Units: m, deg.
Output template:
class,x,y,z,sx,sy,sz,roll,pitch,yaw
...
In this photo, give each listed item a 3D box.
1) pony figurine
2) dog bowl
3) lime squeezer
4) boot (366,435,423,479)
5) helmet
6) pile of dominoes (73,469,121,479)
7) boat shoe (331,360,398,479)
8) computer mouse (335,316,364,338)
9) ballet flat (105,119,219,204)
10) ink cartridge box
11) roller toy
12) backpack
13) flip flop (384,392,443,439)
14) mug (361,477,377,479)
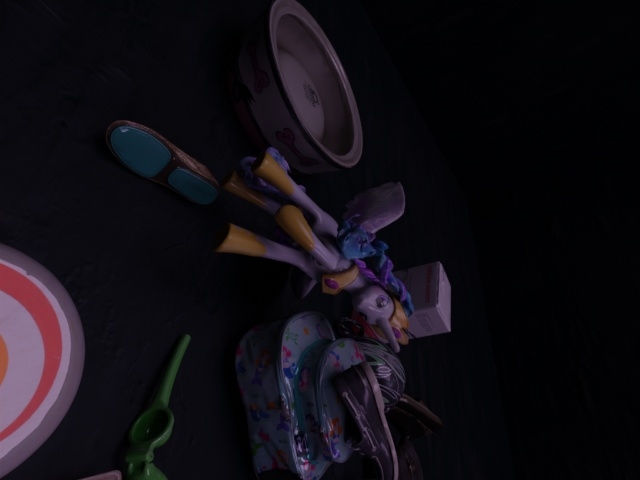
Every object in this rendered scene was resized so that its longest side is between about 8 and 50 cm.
class,x,y,z,sx,sy,sz,roll,pitch,yaw
pony figurine,0.000,0.000,0.789,0.364,0.303,0.350,37,21,-28
dog bowl,-0.057,-0.338,1.073,0.408,0.151,0.407,40,41,-46
lime squeezer,-0.195,0.264,0.570,0.110,0.059,0.309,28,50,-54
boot,0.198,0.609,1.069,0.229,0.091,0.262,29,51,-56
helmet,0.098,0.290,0.982,0.169,0.162,0.169,39,43,-48
pile of dominoes,-0.287,0.336,0.404,0.251,0.040,0.195,12,65,-50
boat shoe,0.065,0.281,0.681,0.075,0.065,0.205,-148,-138,-71
computer mouse,0.110,0.270,1.150,0.242,0.071,0.041,52,-7,-28
ballet flat,-0.245,-0.125,0.709,0.206,0.073,0.067,42,13,-49
ink cartridge box,0.212,0.166,1.184,0.100,0.238,0.171,57,31,-28
roller toy,-0.308,0.101,0.354,0.191,0.146,0.209,35,50,-37
backpack,-0.026,0.248,0.768,0.225,0.191,0.253,-5,74,-62
flip flop,0.243,0.464,1.238,0.277,0.112,0.080,45,23,-33
mug,0.108,0.566,0.913,0.129,0.098,0.157,49,36,-40
